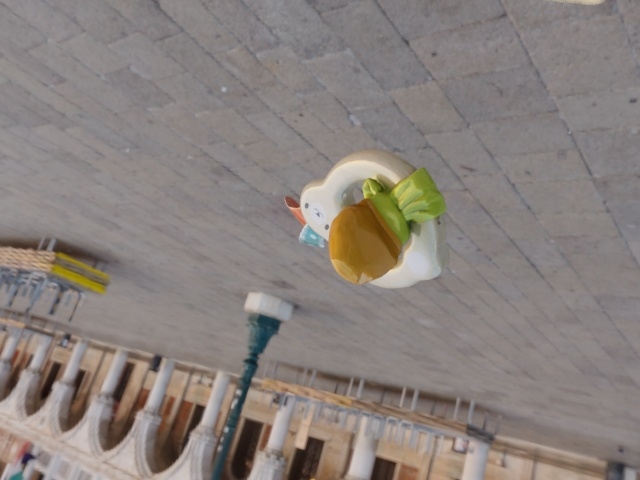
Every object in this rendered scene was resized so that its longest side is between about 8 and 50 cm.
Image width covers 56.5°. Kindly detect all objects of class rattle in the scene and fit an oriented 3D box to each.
[{"bbox_3d":[0.000,0.000,0.516,0.199,0.143,0.130,9,135,41],"label":"rattle"}]

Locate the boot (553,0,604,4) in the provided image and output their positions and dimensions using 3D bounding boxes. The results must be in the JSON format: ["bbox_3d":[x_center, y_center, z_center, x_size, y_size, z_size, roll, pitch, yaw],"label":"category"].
[{"bbox_3d":[0.238,-0.396,0.675,0.261,0.204,0.095,26,177,6],"label":"boot"}]
